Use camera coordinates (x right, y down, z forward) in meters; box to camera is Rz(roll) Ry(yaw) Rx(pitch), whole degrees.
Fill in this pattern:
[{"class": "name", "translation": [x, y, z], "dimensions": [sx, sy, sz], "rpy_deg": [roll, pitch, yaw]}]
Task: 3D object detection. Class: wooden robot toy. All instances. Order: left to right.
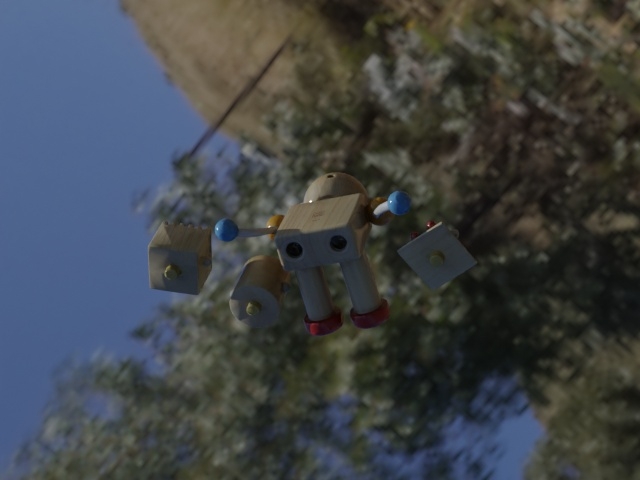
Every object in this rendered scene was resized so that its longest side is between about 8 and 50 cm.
[{"class": "wooden robot toy", "translation": [0.000, 0.000, 0.819], "dimensions": [0.079, 0.173, 0.076], "rpy_deg": [-71, -32, -57]}]
